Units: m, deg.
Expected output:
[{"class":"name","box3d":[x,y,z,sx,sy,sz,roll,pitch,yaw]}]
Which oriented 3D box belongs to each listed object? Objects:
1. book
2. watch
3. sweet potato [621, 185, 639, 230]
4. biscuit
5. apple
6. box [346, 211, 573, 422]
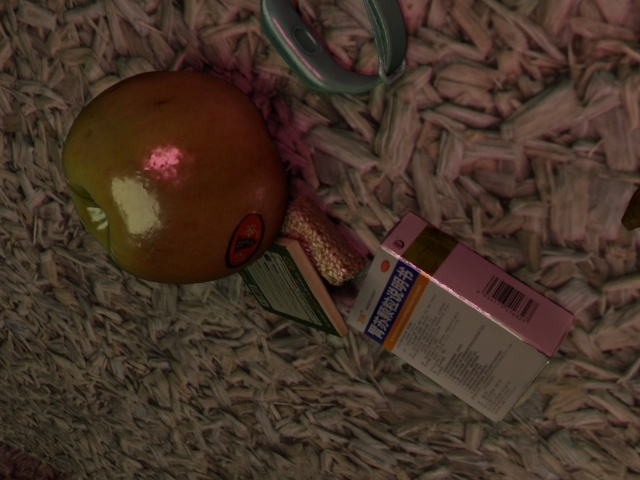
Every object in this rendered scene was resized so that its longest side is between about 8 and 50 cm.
[{"class":"book","box3d":[-0.074,0.068,1.455,0.264,0.027,0.202,11,136,55]},{"class":"watch","box3d":[0.018,-0.302,1.116,0.237,0.068,0.195,53,136,-5]},{"class":"sweet potato","box3d":[0.432,-0.084,0.961,0.077,0.077,0.244,31,144,15]},{"class":"biscuit","box3d":[0.000,0.000,1.369,0.168,0.082,0.070,47,132,4]},{"class":"apple","box3d":[-0.227,-0.089,1.273,0.338,0.305,0.339,31,130,46]},{"class":"box","box3d":[0.209,0.122,1.281,0.299,0.106,0.200,34,138,13]}]
